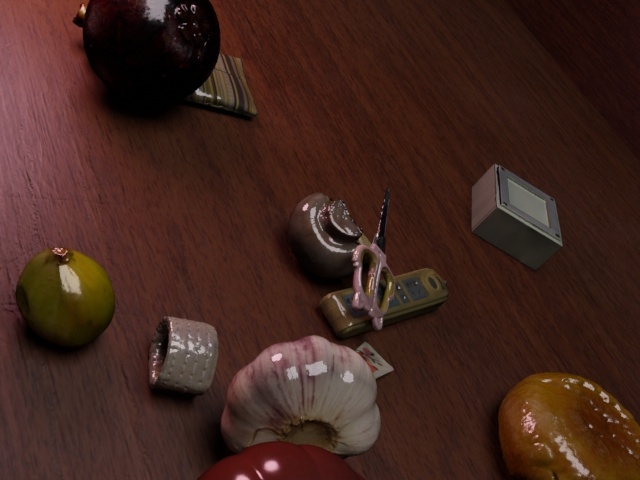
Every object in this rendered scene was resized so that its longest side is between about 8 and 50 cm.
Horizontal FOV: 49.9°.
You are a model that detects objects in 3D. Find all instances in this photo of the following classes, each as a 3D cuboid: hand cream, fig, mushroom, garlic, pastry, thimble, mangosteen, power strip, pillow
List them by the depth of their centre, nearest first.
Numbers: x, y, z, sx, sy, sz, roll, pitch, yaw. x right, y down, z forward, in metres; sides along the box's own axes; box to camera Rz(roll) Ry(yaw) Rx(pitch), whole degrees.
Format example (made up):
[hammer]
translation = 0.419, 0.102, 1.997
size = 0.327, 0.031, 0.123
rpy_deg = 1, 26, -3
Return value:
[fig]
translation = -0.381, 0.086, 1.031
size = 0.153, 0.120, 0.136
rpy_deg = 49, 26, -26
[thimble]
translation = -0.214, 0.181, 1.080
size = 0.090, 0.102, 0.115
rpy_deg = 16, 72, -27
[garlic]
translation = -0.037, 0.241, 1.091
size = 0.245, 0.245, 0.253
rpy_deg = 23, 15, -19
[hand cream]
translation = 0.055, 0.251, 1.277
size = 0.080, 0.050, 0.234
rpy_deg = 45, 32, 17
[pastry]
translation = 0.518, 0.417, 1.386
size = 0.355, 0.164, 0.356
rpy_deg = 20, 43, -19
[mushroom]
translation = 0.000, 0.000, 1.412
size = 0.117, 0.141, 0.188
rpy_deg = -29, 78, -31
[mangosteen]
translation = -0.364, -0.425, 1.453
size = 0.297, 0.293, 0.297
rpy_deg = 40, 38, -42
[power strip]
translation = 0.158, 0.124, 1.469
size = 0.387, 0.066, 0.092
rpy_deg = -10, 61, -45
[pillow]
translation = -0.265, -0.395, 1.661
size = 0.212, 0.052, 0.208
rpy_deg = 6, 52, -33

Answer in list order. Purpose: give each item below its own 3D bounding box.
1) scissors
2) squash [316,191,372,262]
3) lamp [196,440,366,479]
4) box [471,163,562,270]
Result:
[scissors]
translation = 0.117, 0.021, 1.399
size = 0.160, 0.024, 0.318
rpy_deg = 46, 45, -40
[squash]
translation = 0.049, 0.000, 1.513
size = 0.192, 0.085, 0.184
rpy_deg = 52, 9, 22
[lamp]
translation = -0.052, 0.403, 0.850
size = 0.303, 0.257, 0.303
rpy_deg = 0, 90, -25
[box]
translation = 0.553, -0.074, 1.946
size = 0.224, 0.117, 0.225
rpy_deg = 29, 38, -11
